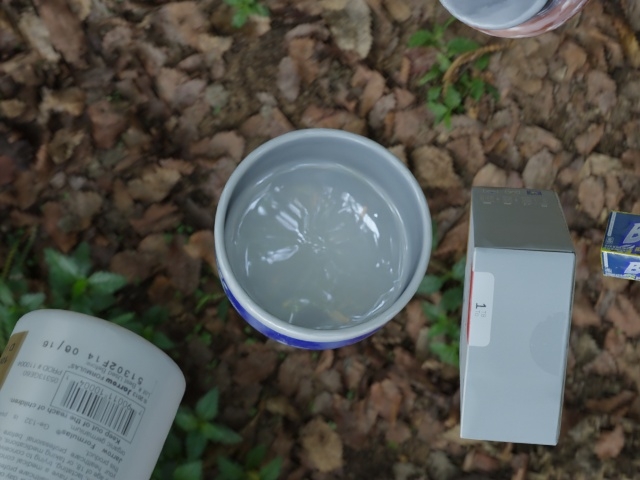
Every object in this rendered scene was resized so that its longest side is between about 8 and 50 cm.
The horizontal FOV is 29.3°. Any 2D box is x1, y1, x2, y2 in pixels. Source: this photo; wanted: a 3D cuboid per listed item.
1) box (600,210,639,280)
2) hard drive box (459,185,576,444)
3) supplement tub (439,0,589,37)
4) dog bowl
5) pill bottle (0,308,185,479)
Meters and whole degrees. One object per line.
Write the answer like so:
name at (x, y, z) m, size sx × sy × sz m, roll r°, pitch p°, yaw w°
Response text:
box at (0.398, 0.014, 1.347) m, size 0.169 × 0.059 × 0.054 m, roll 8°, pitch 149°, yaw 21°
hard drive box at (0.182, 0.062, 1.161) m, size 0.089 × 0.232 × 0.181 m, roll 4°, pitch 105°, yaw 5°
supplement tub at (0.124, -0.180, 0.716) m, size 0.106 × 0.198 × 0.106 m, roll 9°, pitch 117°, yaw 19°
dog bowl at (0.000, 0.000, 1.520) m, size 0.265 × 0.104 × 0.264 m, roll 2°, pitch 75°, yaw -6°
pill bottle at (-0.192, 0.174, 0.840) m, size 0.131 × 0.229 × 0.131 m, roll 16°, pitch 153°, yaw 8°
